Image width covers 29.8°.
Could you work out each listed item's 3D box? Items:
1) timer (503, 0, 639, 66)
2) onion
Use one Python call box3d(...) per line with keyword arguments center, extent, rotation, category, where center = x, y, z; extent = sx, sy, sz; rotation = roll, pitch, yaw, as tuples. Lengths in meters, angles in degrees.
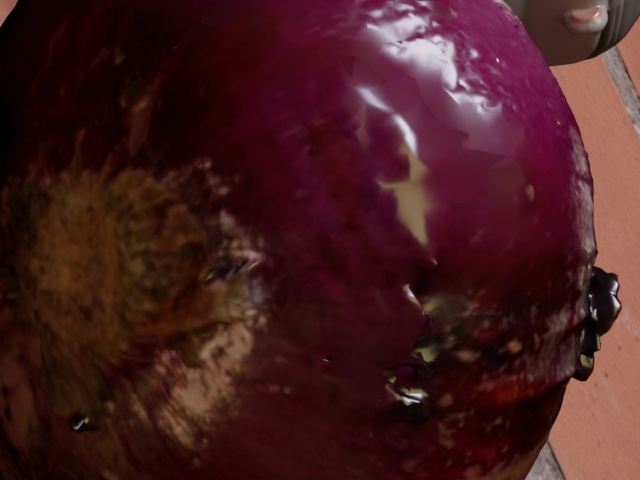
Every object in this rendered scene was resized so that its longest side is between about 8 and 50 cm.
box3d(center=(0.058, -0.206, 0.732), extent=(0.315, 0.291, 0.291), rotation=(31, 23, 32), category="timer")
box3d(center=(0.000, 0.000, 0.638), extent=(0.385, 0.348, 0.348), rotation=(-5, 74, -57), category="onion")
